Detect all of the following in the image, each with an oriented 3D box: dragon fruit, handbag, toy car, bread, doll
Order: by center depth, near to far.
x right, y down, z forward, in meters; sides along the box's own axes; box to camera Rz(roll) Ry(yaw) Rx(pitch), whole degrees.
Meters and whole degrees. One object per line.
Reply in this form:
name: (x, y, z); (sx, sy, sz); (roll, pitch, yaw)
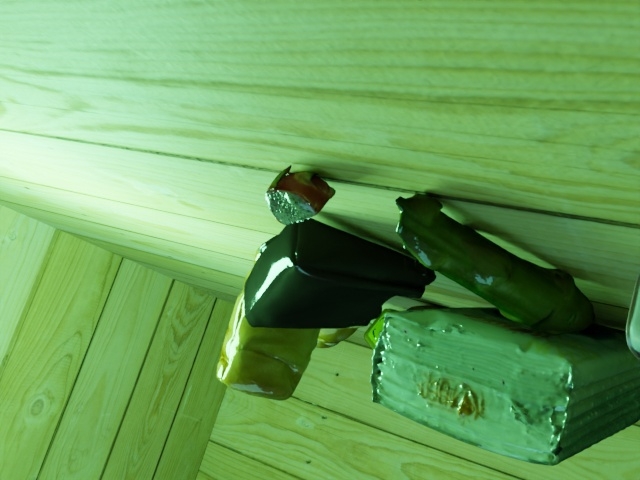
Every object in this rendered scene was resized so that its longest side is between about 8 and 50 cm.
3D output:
dragon fruit: (-0.028, -0.058, 0.791); (0.060, 0.056, 0.083); (46, 152, -17)
handbag: (0.021, 0.069, 1.099); (0.256, 0.114, 0.285); (13, 151, -18)
bread: (-0.086, 0.150, 1.283); (0.166, 0.295, 0.132); (21, 174, -14)
doll: (0.015, 0.156, 1.506); (0.167, 0.162, 0.269); (49, 175, 3)
toy car: (0.200, 0.266, 1.752); (0.198, 0.204, 0.248); (39, 175, 12)

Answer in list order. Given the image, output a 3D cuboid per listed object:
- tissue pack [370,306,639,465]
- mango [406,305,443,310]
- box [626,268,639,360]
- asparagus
tissue pack: (0.302, 0.194, 1.001); (0.287, 0.162, 0.388); (10, -176, 40)
mango: (0.261, 0.188, 1.455); (0.165, 0.089, 0.115); (31, 173, -39)
box: (0.492, 0.103, 0.591); (0.190, 0.112, 0.369); (25, 168, -38)
asparagus: (0.198, 0.033, 0.801); (0.343, 0.082, 0.085); (25, 171, -27)
